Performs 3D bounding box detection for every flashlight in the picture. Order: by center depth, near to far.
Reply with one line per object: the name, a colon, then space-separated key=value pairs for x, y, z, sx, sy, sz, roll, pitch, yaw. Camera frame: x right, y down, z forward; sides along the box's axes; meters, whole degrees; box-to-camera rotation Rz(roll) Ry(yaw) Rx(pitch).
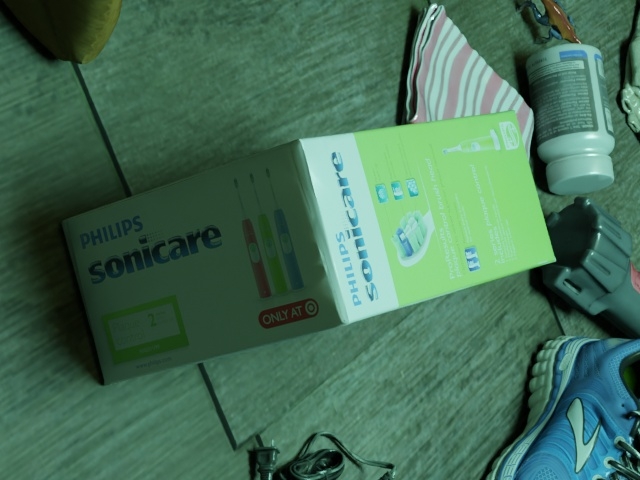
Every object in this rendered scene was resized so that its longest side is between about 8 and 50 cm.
flashlight: x=0.332 y=0.053 z=1.663 sx=0.304 sy=0.103 sz=0.103 roll=36 pitch=23 yaw=-40

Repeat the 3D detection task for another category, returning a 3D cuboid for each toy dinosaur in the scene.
toy dinosaur: x=0.240 y=-0.216 z=1.677 sx=0.082 sy=0.047 sz=0.090 roll=48 pitch=2 yaw=10

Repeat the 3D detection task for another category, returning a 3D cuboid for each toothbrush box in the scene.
toothbrush box: x=0.000 y=0.000 z=1.135 sx=0.283 sy=0.206 sz=0.122 roll=-11 pitch=85 yaw=-56

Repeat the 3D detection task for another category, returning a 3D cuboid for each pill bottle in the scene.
pill bottle: x=0.250 y=-0.119 z=1.638 sx=0.078 sy=0.078 sz=0.137 roll=15 pitch=65 yaw=-51

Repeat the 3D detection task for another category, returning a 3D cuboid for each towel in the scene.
towel: x=0.144 y=-0.112 z=1.533 sx=0.197 sy=0.029 sz=0.144 roll=40 pitch=47 yaw=-38

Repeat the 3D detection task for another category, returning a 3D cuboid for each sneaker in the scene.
sneaker: x=0.243 y=0.198 z=1.437 sx=0.130 sy=0.147 sz=0.330 roll=51 pitch=41 yaw=-28

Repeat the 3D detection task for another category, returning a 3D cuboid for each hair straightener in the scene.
hair straightener: x=-0.012 y=0.182 z=1.180 sx=0.230 sy=0.047 sz=0.089 roll=-16 pitch=90 yaw=-55

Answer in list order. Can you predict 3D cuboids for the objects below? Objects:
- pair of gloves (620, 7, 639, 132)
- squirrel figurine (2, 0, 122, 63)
pair of gloves: x=0.425 y=-0.150 z=1.922 sx=0.240 sy=0.042 sz=0.204 roll=52 pitch=40 yaw=-26
squirrel figurine: x=-0.110 y=-0.373 z=1.064 sx=0.397 sy=0.281 sz=0.370 roll=45 pitch=51 yaw=-24
